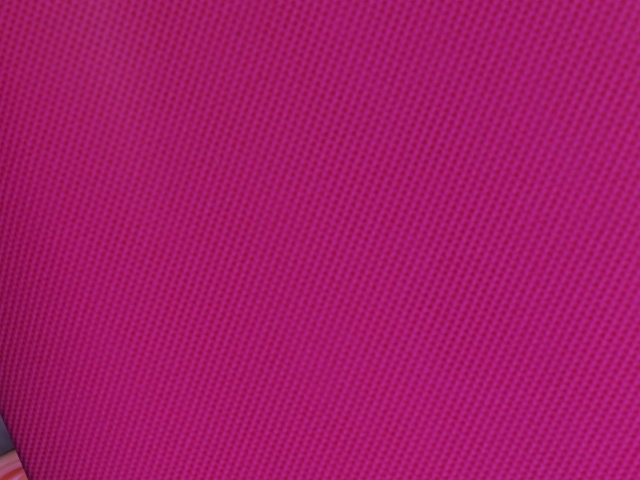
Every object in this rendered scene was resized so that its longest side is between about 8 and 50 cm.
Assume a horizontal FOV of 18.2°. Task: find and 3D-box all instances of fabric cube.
[{"bbox_3d":[0.062,-0.094,0.438,0.254,0.259,0.258,-13,105,35],"label":"fabric cube"}]

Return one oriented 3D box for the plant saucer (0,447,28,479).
[{"bbox_3d":[-0.074,0.168,0.870,0.200,0.037,0.200,15,122,26],"label":"plant saucer"}]
